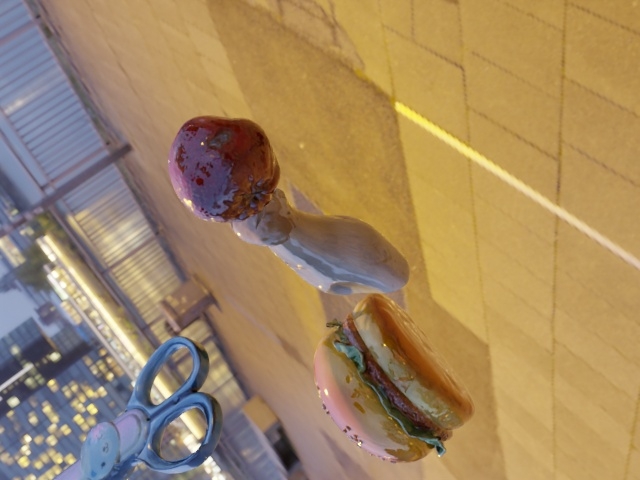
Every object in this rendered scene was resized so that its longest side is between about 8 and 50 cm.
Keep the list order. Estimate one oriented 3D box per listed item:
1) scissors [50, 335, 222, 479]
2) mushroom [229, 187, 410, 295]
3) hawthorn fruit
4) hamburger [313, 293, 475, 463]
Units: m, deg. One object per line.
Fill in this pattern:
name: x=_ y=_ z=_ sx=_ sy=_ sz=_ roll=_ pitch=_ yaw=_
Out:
scissors: x=-0.192 y=0.197 z=0.721 sx=0.030 sy=0.256 sz=0.125 roll=32 pitch=-153 yaw=-45
mushroom: x=0.000 y=0.000 z=0.853 sx=0.225 sy=0.093 sz=0.116 roll=31 pitch=169 yaw=-35
hawthorn fruit: x=-0.078 y=-0.059 z=0.612 sx=0.093 sy=0.093 sz=0.093 roll=46 pitch=163 yaw=19
hamburger: x=0.087 y=0.202 z=1.082 sx=0.246 sy=0.170 sz=0.246 roll=46 pitch=-169 yaw=-11
